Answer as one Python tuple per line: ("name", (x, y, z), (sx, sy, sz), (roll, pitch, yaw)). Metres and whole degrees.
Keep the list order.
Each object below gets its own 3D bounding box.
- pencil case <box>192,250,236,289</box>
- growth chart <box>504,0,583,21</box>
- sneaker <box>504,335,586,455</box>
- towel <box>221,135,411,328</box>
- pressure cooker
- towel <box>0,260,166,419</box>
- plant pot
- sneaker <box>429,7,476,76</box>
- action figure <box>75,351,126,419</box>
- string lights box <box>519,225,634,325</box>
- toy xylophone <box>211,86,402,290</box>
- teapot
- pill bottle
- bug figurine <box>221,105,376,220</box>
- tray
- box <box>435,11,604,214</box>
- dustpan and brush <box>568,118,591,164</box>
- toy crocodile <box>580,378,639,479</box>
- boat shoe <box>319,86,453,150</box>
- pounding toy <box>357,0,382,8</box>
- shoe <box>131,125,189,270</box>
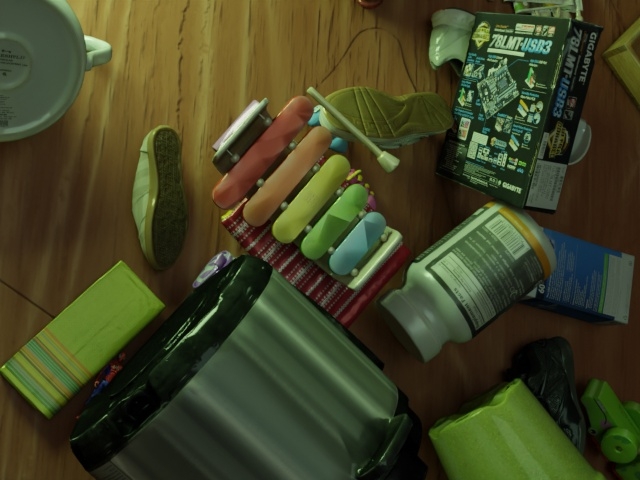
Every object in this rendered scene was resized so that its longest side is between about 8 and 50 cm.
("pencil case", (-0.100, 0.104, 1.469), (0.206, 0.088, 0.086), (39, 66, -15))
("growth chart", (0.412, -0.505, 1.832), (0.237, 0.021, 0.172), (5, 82, -25))
("sneaker", (0.394, 0.290, 1.685), (0.130, 0.087, 0.228), (-4, 82, -24))
("towel", (0.000, 0.000, 1.496), (0.275, 0.031, 0.199), (47, 74, -18))
("pressure cooker", (-0.074, 0.278, 1.279), (0.420, 0.370, 0.375), (44, 93, -7))
("towel", (-0.343, 0.142, 1.381), (0.102, 0.021, 0.237), (49, 66, -9))
("plant pot", (0.315, 0.377, 1.556), (0.276, 0.276, 0.254), (-29, 85, -26))
("sneaker", (0.308, -0.323, 1.727), (0.262, 0.099, 0.121), (16, 84, -15))
("action figure", (-0.314, 0.215, 1.386), (0.038, 0.030, 0.115), (30, 69, -14))
("string lights box", (0.449, 0.064, 1.743), (0.259, 0.076, 0.133), (16, 76, -23))
("toy xylophone", (-0.008, -0.091, 1.420), (0.322, 0.081, 0.236), (35, 83, -20))
("teapot", (-0.450, -0.268, 1.306), (0.252, 0.187, 0.256), (-42, 129, -5))
("pill bottle", (0.238, 0.068, 1.573), (0.278, 0.162, 0.162), (-37, 100, -8))
("bug figurine", (-0.016, -0.084, 1.543), (0.216, 0.072, 0.279), (48, 66, -13))
("tray", (0.769, -0.426, 1.965), (0.411, 0.076, 0.203), (-44, 102, -24))
("box", (0.313, -0.218, 1.549), (0.073, 0.295, 0.293), (9, 101, -23))
("dustpan and brush", (0.442, -0.168, 1.779), (0.147, 0.060, 0.211), (25, 73, -21))
("toy crocodile", (0.579, 0.404, 1.753), (0.340, 0.105, 0.115), (52, 38, -10))
("boat shoe", (0.098, -0.190, 1.581), (0.277, 0.096, 0.098), (-3, 69, -39))
("pounding toy", (0.076, -0.493, 1.640), (0.183, 0.110, 0.237), (-40, 71, -13))
("shoe", (-0.246, -0.063, 1.444), (0.076, 0.058, 0.219), (4, 85, -45))
